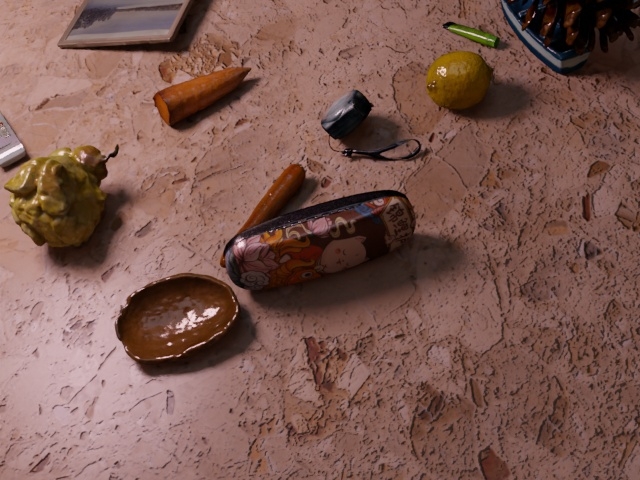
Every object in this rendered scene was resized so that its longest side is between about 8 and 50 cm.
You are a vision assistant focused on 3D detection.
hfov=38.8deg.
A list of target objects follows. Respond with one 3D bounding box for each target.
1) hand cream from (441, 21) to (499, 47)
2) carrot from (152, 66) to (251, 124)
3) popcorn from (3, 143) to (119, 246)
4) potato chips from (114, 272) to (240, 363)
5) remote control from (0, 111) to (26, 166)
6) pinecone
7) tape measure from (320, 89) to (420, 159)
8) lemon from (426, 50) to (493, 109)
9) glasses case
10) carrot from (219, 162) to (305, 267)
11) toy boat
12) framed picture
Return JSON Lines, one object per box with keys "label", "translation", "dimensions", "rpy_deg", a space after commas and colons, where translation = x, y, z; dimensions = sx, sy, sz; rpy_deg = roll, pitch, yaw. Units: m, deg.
{"label": "hand cream", "translation": [0.302, -0.415, 1.821], "dimensions": [0.122, 0.023, 0.036], "rpy_deg": [29, 42, 30]}
{"label": "carrot", "translation": [-0.228, -0.302, 1.807], "dimensions": [0.205, 0.072, 0.072], "rpy_deg": [-29, 53, -15]}
{"label": "popcorn", "translation": [-0.454, -0.082, 1.630], "dimensions": [0.168, 0.173, 0.195], "rpy_deg": [45, 36, -3]}
{"label": "potato chips", "translation": [-0.232, 0.129, 1.482], "dimensions": [0.202, 0.049, 0.150], "rpy_deg": [-21, 57, -9]}
{"label": "remote control", "translation": [-0.648, -0.206, 1.833], "dimensions": [0.065, 0.029, 0.166], "rpy_deg": [-33, 49, -13]}
{"label": "pinecone", "translation": [0.464, -0.444, 1.605], "dimensions": [0.264, 0.264, 0.264], "rpy_deg": [-5, 52, 7]}
{"label": "tape measure", "translation": [0.092, -0.199, 1.688], "dimensions": [0.180, 0.104, 0.107], "rpy_deg": [32, 32, -7]}
{"label": "lemon", "translation": [0.257, -0.297, 1.684], "dimensions": [0.133, 0.109, 0.109], "rpy_deg": [-14, 51, -8]}
{"label": "glasses case", "translation": [0.000, 0.000, 1.491], "dimensions": [0.321, 0.122, 0.082], "rpy_deg": [-17, 50, -3]}
{"label": "carrot", "translation": [-0.101, -0.045, 1.598], "dimensions": [0.043, 0.043, 0.248], "rpy_deg": [24, 61, 26]}
{"label": "toy boat", "translation": [0.423, -0.436, 1.792], "dimensions": [0.096, 0.061, 0.299], "rpy_deg": [-23, 53, -7]}
{"label": "framed picture", "translation": [-0.418, -0.504, 2.007], "dimensions": [0.289, 0.016, 0.213], "rpy_deg": [2, 53, 22]}
